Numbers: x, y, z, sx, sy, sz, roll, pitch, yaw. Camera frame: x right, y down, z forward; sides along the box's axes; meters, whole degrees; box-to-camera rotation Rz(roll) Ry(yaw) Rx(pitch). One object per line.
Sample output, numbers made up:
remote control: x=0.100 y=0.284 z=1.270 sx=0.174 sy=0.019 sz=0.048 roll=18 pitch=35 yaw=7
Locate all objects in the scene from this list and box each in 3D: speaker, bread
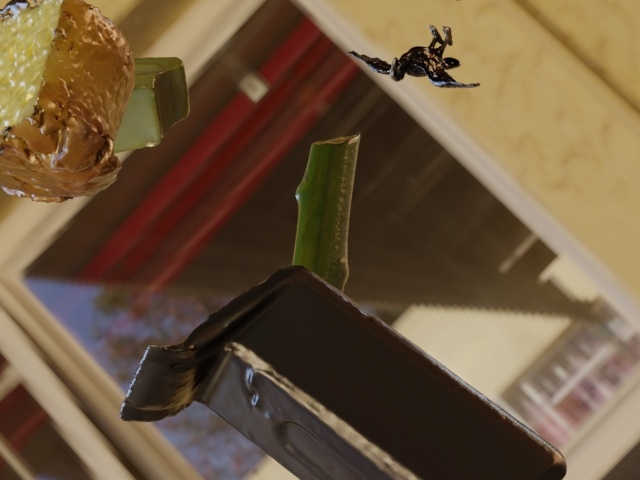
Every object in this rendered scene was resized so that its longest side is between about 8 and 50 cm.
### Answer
speaker: x=0.020 y=0.196 z=1.843 sx=0.184 sy=0.388 sz=0.180 roll=-48 pitch=-11 yaw=-39
bread: x=-0.245 y=-0.117 z=1.687 sx=0.261 sy=0.147 sz=0.160 roll=-16 pitch=56 yaw=56

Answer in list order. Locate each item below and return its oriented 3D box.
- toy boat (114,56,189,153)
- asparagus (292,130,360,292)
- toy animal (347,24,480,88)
toy boat: x=-0.293 y=-0.150 z=2.244 sx=0.276 sy=0.084 sz=0.111 roll=-6 pitch=-49 yaw=-2
asparagus: x=0.001 y=-0.001 z=2.075 sx=0.060 sy=0.067 sz=0.277 roll=106 pitch=170 yaw=-68
toy animal: x=0.129 y=-0.225 z=2.390 sx=0.108 sy=0.220 sz=0.062 roll=-39 pitch=-52 yaw=-32
